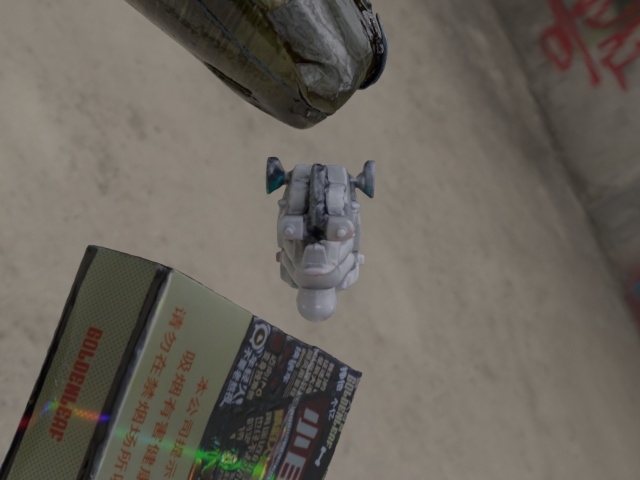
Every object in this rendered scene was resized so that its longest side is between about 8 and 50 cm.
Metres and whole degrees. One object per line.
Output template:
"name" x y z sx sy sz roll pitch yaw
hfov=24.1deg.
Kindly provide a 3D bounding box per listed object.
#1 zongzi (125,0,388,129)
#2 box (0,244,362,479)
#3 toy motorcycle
"zongzi" -0.056 -0.362 1.615 0.403 0.432 0.208 40 46 4
"box" -0.097 0.146 1.141 0.310 0.084 0.198 35 73 -57
"toy motorcycle" 0.000 0.000 1.553 0.260 0.110 0.170 -58 148 -88
